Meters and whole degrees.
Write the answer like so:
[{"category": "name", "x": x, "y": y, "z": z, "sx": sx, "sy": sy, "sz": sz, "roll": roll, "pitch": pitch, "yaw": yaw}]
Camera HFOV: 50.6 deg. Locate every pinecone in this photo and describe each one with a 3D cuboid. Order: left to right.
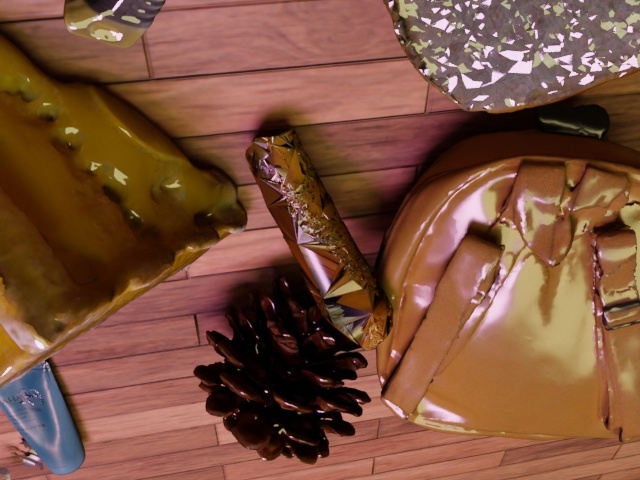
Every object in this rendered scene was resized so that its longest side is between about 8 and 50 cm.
[{"category": "pinecone", "x": -0.031, "y": 0.133, "z": 0.741, "sx": 0.207, "sy": 0.208, "sz": 0.208, "roll": -8, "pitch": 136, "yaw": -8}]

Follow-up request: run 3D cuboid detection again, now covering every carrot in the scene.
[{"category": "carrot", "x": 0.000, "y": 0.000, "z": 0.642, "sx": 0.068, "sy": 0.069, "sz": 0.229, "roll": -25, "pitch": 104, "yaw": 10}]

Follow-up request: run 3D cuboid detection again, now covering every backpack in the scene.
[{"category": "backpack", "x": 0.227, "y": 0.052, "z": 0.711, "sx": 0.353, "sy": 0.201, "sz": 0.378, "roll": 7, "pitch": 127, "yaw": -3}]

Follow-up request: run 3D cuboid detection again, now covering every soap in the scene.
[{"category": "soap", "x": -0.251, "y": -0.085, "z": 0.565, "sx": 0.169, "sy": 0.304, "sz": 0.339, "roll": -34, "pitch": 94, "yaw": 26}]

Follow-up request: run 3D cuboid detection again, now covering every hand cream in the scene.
[{"category": "hand cream", "x": -0.348, "y": 0.227, "z": 0.854, "sx": 0.083, "sy": 0.048, "sz": 0.224, "roll": -10, "pitch": 131, "yaw": -2}]

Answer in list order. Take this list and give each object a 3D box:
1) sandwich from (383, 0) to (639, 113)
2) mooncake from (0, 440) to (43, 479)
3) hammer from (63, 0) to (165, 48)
[{"category": "sandwich", "x": 0.166, "y": -0.215, "z": 0.411, "sx": 0.301, "sy": 0.099, "sz": 0.271, "roll": -12, "pitch": 129, "yaw": 32}, {"category": "mooncake", "x": -0.526, "y": 0.373, "z": 0.937, "sx": 0.346, "sy": 0.057, "sz": 0.150, "roll": -21, "pitch": 149, "yaw": 1}, {"category": "hammer", "x": -0.106, "y": -0.232, "z": 0.455, "sx": 0.158, "sy": 0.041, "sz": 0.226, "roll": 16, "pitch": 127, "yaw": -27}]
